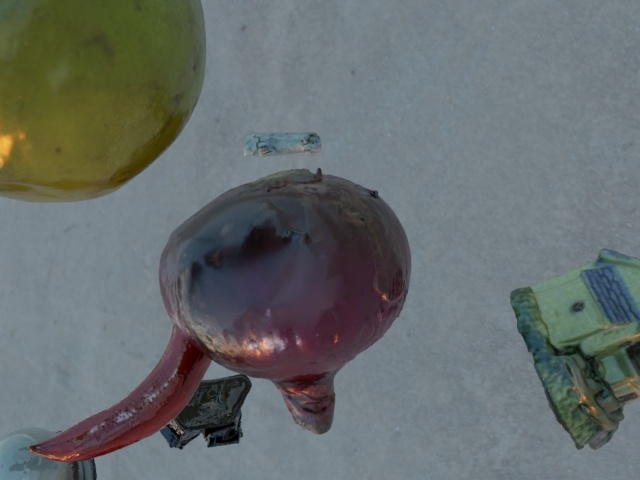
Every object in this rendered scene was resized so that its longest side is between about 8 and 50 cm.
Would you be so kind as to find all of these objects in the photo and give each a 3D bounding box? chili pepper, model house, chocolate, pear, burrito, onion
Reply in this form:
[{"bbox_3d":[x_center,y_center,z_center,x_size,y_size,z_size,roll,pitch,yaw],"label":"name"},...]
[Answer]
[{"bbox_3d":[-0.267,0.220,1.091,0.368,0.137,0.092,-49,-1,-30],"label":"chili pepper"},{"bbox_3d":[-0.264,0.400,1.587,0.164,0.203,0.141,116,149,-55],"label":"model house"},{"bbox_3d":[-0.488,0.394,1.156,0.147,0.222,0.221,99,159,-57],"label":"chocolate"},{"bbox_3d":[-0.238,-0.193,0.633,0.287,0.287,0.375,-35,21,36],"label":"pear"},{"bbox_3d":[0.489,0.170,1.120,0.266,0.321,0.261,-27,57,18],"label":"model house"},{"bbox_3d":[-0.096,-0.231,1.677,0.203,0.064,0.064,2,78,13],"label":"burrito"},{"bbox_3d":[-0.037,0.096,0.977,0.348,0.348,0.384,5,108,49],"label":"onion"}]
